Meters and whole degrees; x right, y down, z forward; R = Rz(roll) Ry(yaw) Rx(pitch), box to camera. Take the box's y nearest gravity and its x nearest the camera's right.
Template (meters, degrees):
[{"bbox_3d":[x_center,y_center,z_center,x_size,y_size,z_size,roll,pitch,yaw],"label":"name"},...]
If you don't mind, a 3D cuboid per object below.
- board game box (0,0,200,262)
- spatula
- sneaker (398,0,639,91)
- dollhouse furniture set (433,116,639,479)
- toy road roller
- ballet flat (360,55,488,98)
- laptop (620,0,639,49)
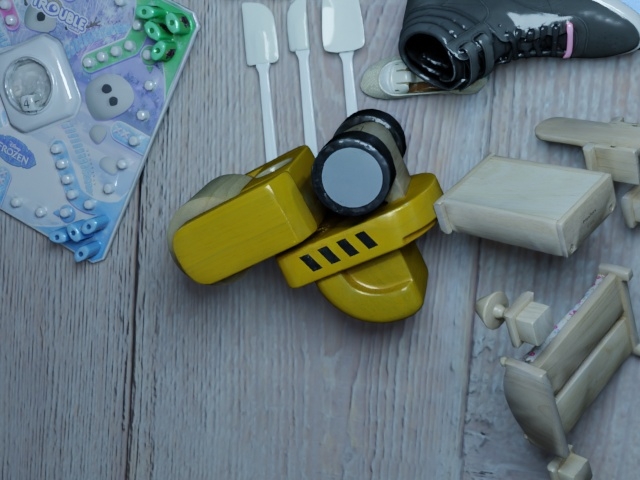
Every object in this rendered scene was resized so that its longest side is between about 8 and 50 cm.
[{"bbox_3d":[-0.409,-0.218,1.331,0.390,0.050,0.389,29,108,11],"label":"board game box"},{"bbox_3d":[-0.017,-0.206,1.266,0.168,0.019,0.241,-4,96,15],"label":"spatula"},{"bbox_3d":[0.228,-0.232,1.135,0.296,0.104,0.146,14,56,18],"label":"sneaker"},{"bbox_3d":[0.291,0.070,1.169,0.174,0.303,0.355,17,138,45],"label":"dollhouse furniture set"},{"bbox_3d":[0.000,0.000,1.197,0.330,0.202,0.240,-22,102,16],"label":"toy road roller"},{"bbox_3d":[0.129,-0.213,1.219,0.168,0.052,0.057,-2,95,15],"label":"ballet flat"},{"bbox_3d":[0.426,-0.358,1.090,0.235,0.264,0.136,5,59,13],"label":"laptop"}]
